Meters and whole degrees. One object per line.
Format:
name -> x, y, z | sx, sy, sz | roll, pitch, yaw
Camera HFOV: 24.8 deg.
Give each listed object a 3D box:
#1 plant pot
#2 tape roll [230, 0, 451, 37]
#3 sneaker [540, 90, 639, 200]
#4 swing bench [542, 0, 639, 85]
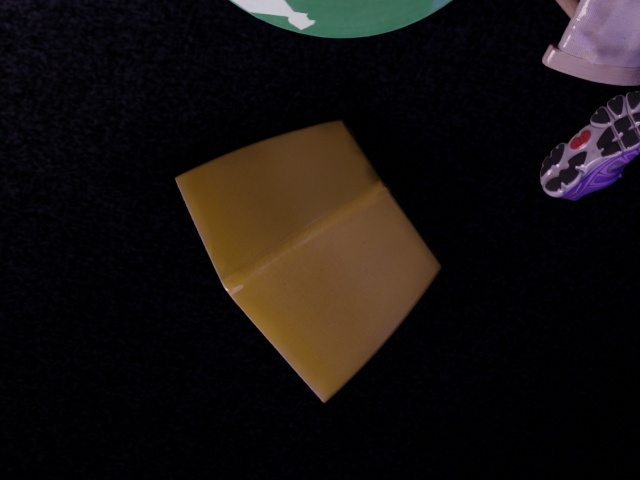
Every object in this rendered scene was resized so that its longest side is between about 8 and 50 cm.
plant pot -> 0.000, 0.000, 1.539 | 0.187, 0.212, 0.212 | -34, 130, 4
tape roll -> 0.018, -0.333, 1.208 | 0.321, 0.077, 0.321 | 5, 111, 12
sneaker -> 0.319, -0.102, 1.594 | 0.071, 0.068, 0.170 | 18, 137, -43
swing bench -> 0.291, -0.300, 1.263 | 0.165, 0.255, 0.253 | 12, 130, -19
